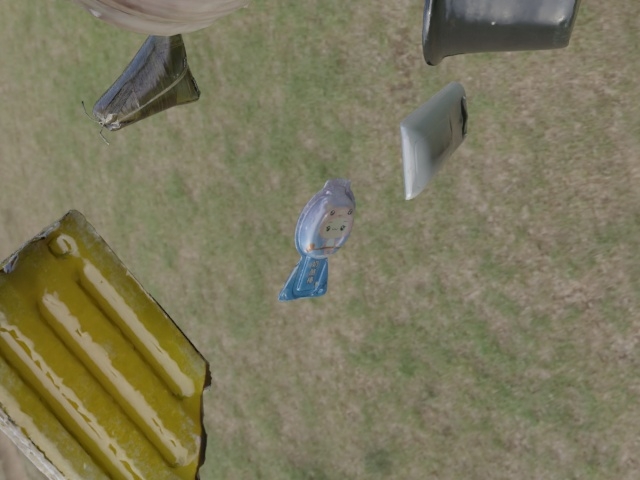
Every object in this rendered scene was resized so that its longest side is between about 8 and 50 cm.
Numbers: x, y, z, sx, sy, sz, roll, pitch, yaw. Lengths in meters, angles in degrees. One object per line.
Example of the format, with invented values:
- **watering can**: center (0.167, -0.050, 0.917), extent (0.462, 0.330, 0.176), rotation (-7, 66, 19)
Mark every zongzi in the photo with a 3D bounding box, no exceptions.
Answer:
- **zongzi**: center (-0.297, -0.275, 1.321), extent (0.084, 0.187, 0.184), rotation (42, 151, 35)

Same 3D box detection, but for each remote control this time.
- **remote control**: center (0.186, -0.161, 1.266), extent (0.055, 0.313, 0.109), rotation (3, 113, 24)

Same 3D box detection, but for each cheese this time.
- **cheese**: center (0.000, 0.000, 1.468), extent (0.052, 0.135, 0.244), rotation (37, 119, 40)

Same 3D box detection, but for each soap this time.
- **soap**: center (-0.194, 0.121, 0.708), extent (0.257, 0.160, 0.080), rotation (53, 149, -13)

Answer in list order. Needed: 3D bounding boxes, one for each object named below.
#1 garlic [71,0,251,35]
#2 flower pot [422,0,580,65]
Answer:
- **garlic**: center (-0.139, -0.268, 0.490), extent (0.321, 0.241, 0.322), rotation (61, 171, 16)
- **flower pot**: center (0.208, -0.287, 0.866), extent (0.148, 0.235, 0.235), rotation (15, 116, 15)
